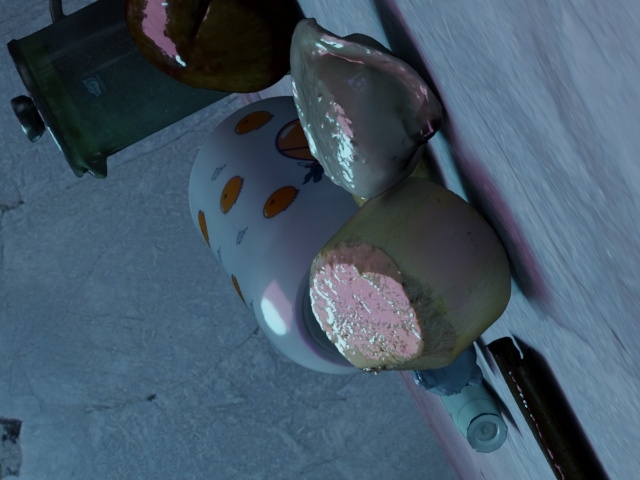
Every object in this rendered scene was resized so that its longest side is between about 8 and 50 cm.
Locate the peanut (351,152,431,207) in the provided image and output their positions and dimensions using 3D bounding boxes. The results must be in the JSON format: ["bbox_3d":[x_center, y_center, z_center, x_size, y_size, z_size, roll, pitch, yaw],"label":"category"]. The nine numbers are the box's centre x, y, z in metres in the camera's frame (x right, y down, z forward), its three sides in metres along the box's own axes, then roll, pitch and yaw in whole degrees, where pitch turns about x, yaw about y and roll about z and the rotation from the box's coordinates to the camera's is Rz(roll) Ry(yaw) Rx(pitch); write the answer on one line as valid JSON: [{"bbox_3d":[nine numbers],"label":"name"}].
[{"bbox_3d":[0.066,-0.047,1.590,0.080,0.080,0.174,60,-179,13],"label":"peanut"}]

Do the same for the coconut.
[{"bbox_3d":[0.077,0.026,1.425,0.147,0.152,0.147,21,132,26],"label":"coconut"}]

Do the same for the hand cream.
[{"bbox_3d":[0.170,0.172,2.187,0.085,0.058,0.331,44,-172,-19],"label":"hand cream"}]

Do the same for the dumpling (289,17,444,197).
[{"bbox_3d":[0.029,-0.111,1.385,0.150,0.092,0.176,58,176,-5],"label":"dumpling"}]

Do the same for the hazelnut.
[{"bbox_3d":[-0.114,-0.252,1.936,0.204,0.178,0.178,30,-178,-8],"label":"hazelnut"}]

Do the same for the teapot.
[{"bbox_3d":[-0.223,-0.244,2.110,0.270,0.337,0.200,62,177,1],"label":"teapot"}]

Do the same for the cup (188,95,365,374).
[{"bbox_3d":[0.000,0.000,1.837,0.212,0.212,0.317,62,176,-29],"label":"cup"}]

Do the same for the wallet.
[{"bbox_3d":[0.226,0.204,1.606,0.243,0.039,0.133,61,-177,-8],"label":"wallet"}]

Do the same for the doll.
[{"bbox_3d":[0.130,0.084,1.951,0.120,0.075,0.180,1,-105,-49],"label":"doll"}]
